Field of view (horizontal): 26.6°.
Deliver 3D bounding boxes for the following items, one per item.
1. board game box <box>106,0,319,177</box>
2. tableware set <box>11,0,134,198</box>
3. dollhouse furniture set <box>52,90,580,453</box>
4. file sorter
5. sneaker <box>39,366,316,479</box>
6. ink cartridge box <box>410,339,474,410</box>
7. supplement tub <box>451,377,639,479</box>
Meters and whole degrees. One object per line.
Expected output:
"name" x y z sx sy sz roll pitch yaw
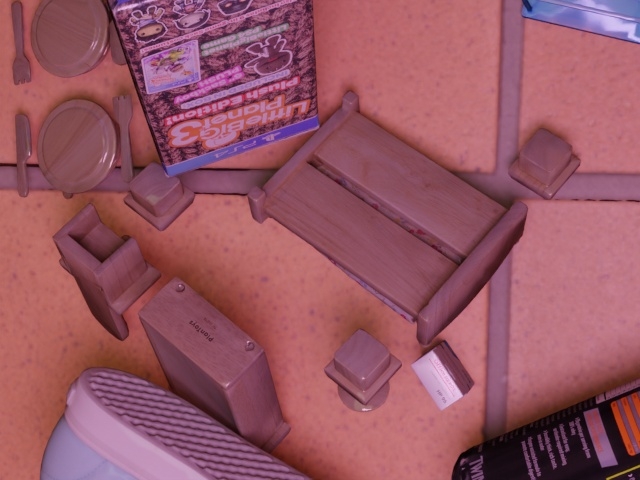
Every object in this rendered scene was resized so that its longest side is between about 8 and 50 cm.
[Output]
"board game box" -0.105 -0.223 1.060 0.141 0.291 0.232 -18 72 -5
"tableware set" -0.221 -0.139 1.257 0.128 0.039 0.194 -6 84 24
"dollhouse furniture set" 0.000 0.000 1.211 0.303 0.174 0.355 37 69 22
"file sorter" 0.242 -0.261 1.116 0.118 0.104 0.170 15 94 11
"sneaker" -0.073 0.258 1.098 0.366 0.135 0.150 35 109 16
"ink cartridge box" 0.105 0.116 1.166 0.028 0.083 0.048 -35 84 11
"supplement tub" 0.279 0.203 1.074 0.316 0.193 0.194 -24 86 13
